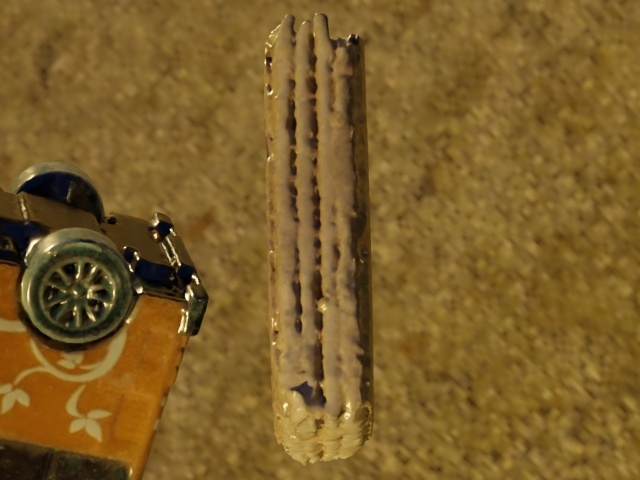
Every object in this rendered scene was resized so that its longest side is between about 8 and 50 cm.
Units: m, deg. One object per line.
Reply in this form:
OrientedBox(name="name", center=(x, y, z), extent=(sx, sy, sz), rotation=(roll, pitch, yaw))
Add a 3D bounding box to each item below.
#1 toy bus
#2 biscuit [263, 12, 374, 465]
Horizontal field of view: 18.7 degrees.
OrientedBox(name="toy bus", center=(-0.246, 0.045, 1.067), extent=(0.162, 0.323, 0.194), rotation=(-124, 49, -66))
OrientedBox(name="biscuit", center=(0.000, 0.000, 1.100), extent=(0.061, 0.108, 0.239), rotation=(-2, 70, -1))
